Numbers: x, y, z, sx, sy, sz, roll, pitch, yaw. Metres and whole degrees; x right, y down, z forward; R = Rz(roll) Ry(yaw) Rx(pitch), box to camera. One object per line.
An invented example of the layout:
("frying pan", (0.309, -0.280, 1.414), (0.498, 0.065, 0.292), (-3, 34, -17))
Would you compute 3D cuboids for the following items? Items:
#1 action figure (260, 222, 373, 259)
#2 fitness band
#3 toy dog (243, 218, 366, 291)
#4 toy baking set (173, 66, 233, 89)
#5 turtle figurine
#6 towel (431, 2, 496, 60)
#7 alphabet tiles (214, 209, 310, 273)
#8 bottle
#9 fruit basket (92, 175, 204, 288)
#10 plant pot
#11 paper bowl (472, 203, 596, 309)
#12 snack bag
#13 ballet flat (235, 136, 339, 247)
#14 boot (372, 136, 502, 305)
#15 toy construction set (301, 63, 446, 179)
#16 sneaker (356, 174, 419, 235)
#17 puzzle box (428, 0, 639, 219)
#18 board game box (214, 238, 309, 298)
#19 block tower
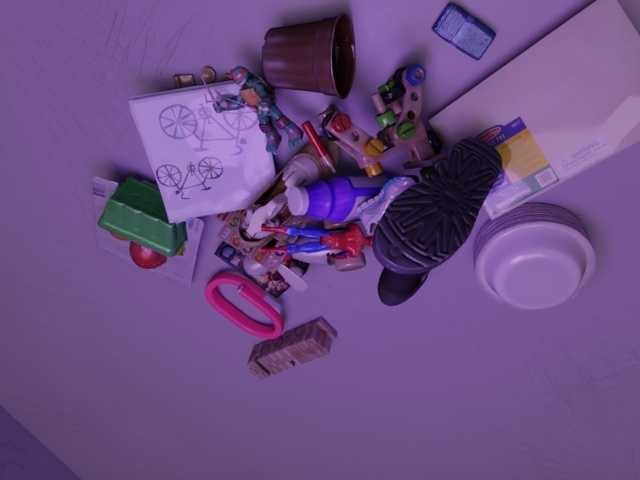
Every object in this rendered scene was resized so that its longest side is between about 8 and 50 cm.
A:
("action figure", (0.000, 0.000, 1.193), (0.279, 0.139, 0.092), (1, 89, -1))
("fitness band", (-0.242, 0.218, 1.576), (0.290, 0.054, 0.209), (42, 137, -16))
("toy dog", (-0.029, 0.031, 1.350), (0.333, 0.220, 0.161), (7, 166, 15))
("toy baking set", (-0.268, -0.314, 1.229), (0.196, 0.030, 0.256), (-19, 119, 25))
("turtle figurine", (-0.145, -0.302, 1.087), (0.175, 0.118, 0.234), (18, 158, 51))
("towel", (0.295, -0.429, 1.002), (0.119, 0.029, 0.067), (31, 127, -8))
("alphabet tiles", (-0.164, -0.055, 1.308), (0.237, 0.009, 0.198), (31, 86, 17))
("bottle", (0.059, -0.099, 1.174), (0.282, 0.092, 0.118), (-5, 147, -31))
("fruit basket", (-0.517, -0.018, 1.462), (0.326, 0.166, 0.353), (23, 143, -3))
("plant pot", (-0.026, -0.389, 1.040), (0.165, 0.167, 0.167), (6, 127, 20))
("paper bowl", (0.536, 0.061, 1.229), (0.283, 0.148, 0.285), (6, 126, 8))
("snack bag", (-0.269, -0.216, 1.225), (0.322, 0.037, 0.343), (-10, 119, 0))
("ballet flat", (-0.085, -0.113, 1.203), (0.123, 0.123, 0.348), (40, 103, -16))
("boot", (0.197, 0.027, 1.086), (0.146, 0.367, 0.445), (43, 152, 12))
("toy construction set", (0.125, -0.208, 1.073), (0.308, 0.257, 0.237), (-11, 116, 47))
("sneaker", (0.157, -0.073, 1.076), (0.071, 0.083, 0.190), (4, 150, -31))
("puzzle box", (0.465, -0.257, 1.010), (0.408, 0.052, 0.272), (-32, 91, 31))
("board game box", (-0.178, 0.056, 1.471), (0.243, 0.042, 0.165), (37, 126, -14))
("block tower", (-0.106, 0.372, 1.654), (0.335, 0.097, 0.091), (-29, 115, 29))
